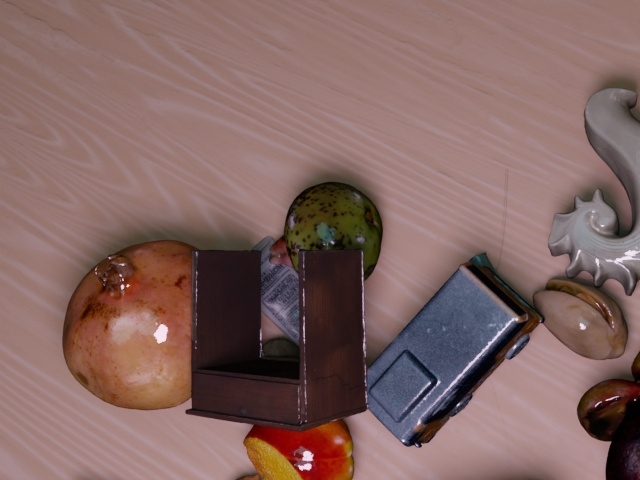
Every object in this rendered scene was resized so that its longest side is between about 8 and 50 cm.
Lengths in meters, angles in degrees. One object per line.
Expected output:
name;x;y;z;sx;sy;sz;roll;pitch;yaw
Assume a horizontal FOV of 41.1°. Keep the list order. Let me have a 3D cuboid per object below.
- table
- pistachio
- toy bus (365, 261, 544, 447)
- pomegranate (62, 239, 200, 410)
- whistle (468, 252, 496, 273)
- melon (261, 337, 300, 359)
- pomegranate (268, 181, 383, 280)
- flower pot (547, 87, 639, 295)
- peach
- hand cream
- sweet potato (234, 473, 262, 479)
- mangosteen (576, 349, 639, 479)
table;-0.074;0.154;1.447;0.251;0.196;0.281;0;90;36
pistachio;0.466;0.140;1.531;0.124;0.124;0.185;-47;54;-3
toy bus;0.221;0.203;1.506;0.162;0.194;0.323;45;100;22
pomegranate;-0.320;0.148;1.592;0.338;0.338;0.338;-3;74;12
whistle;0.335;0.113;1.603;0.039;0.039;0.186;-25;71;5
melon;-0.078;0.251;1.627;0.098;0.098;0.130;-3;76;12
pomegranate;0.000;0.000;1.637;0.248;0.214;0.214;-19;69;36
flower pot;0.572;-0.086;1.539;0.254;0.164;0.367;15;80;22
peach;-0.038;0.386;1.536;0.193;0.190;0.190;-9;73;-6
hand cream;-0.045;0.139;1.677;0.124;0.078;0.340;-44;63;-2
sweet potato;-0.155;0.571;1.565;0.097;0.097;0.291;7;83;15
mangosteen;0.608;0.323;1.317;0.382;0.382;0.435;-31;63;3
